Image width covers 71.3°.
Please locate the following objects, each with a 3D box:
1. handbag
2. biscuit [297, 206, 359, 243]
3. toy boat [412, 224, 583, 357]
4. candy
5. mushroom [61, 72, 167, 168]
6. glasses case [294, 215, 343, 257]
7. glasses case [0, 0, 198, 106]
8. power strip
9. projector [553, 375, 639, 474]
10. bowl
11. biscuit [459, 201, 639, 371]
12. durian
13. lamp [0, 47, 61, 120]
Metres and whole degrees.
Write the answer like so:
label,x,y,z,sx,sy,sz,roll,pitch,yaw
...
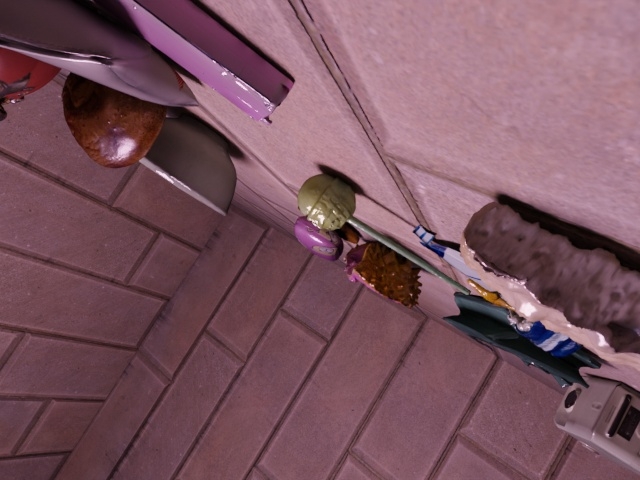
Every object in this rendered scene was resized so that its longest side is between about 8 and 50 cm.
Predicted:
label,x,y,z,sx,sy,sz,roll,pitch,yaw
handbag,0.427,0.219,1.010,0.239,0.089,0.326,30,176,-1
biscuit,0.022,-0.048,1.181,0.188,0.027,0.188,31,177,2
toy boat,0.269,0.061,0.701,0.291,0.067,0.220,42,178,18
candy,0.111,0.001,0.742,0.336,0.092,0.093,33,148,-5
mushroom,-0.378,-0.237,0.800,0.231,0.194,0.138,14,166,39
glasses case,0.000,0.000,1.183,0.123,0.075,0.316,32,176,7
glasses case,-0.246,-0.228,0.551,0.128,0.083,0.308,19,-171,-1
power strip,-0.152,-0.219,0.456,0.279,0.037,0.109,33,176,-21
projector,0.686,0.427,1.043,0.177,0.163,0.242,32,173,12
bowl,-0.301,-0.194,1.030,0.289,0.146,0.289,33,174,4
biscuit,0.274,0.070,0.447,0.281,0.084,0.179,29,174,23
durian,0.156,0.065,1.066,0.191,0.112,0.341,23,-176,0
lamp,-0.456,-0.268,0.515,0.303,0.256,0.303,-4,-170,1
